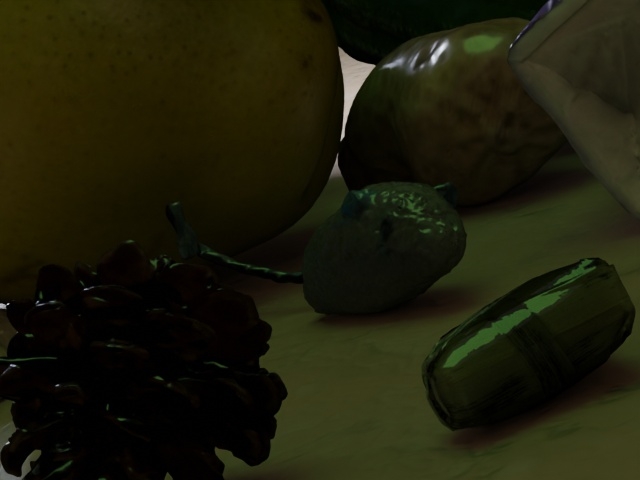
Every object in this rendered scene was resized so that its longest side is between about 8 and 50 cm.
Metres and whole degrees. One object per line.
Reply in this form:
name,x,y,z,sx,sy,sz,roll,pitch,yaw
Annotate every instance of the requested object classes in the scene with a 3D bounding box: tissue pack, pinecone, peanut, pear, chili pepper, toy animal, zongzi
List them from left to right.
pear,-0.186,-0.121,1.357,0.418,0.362,0.362,7,15,9
pinecone,-0.088,0.074,0.813,0.140,0.140,0.120,-13,40,29
toy animal,0.002,0.007,1.133,0.070,0.079,0.253,1,-3,-40
peanut,0.095,-0.092,1.355,0.253,0.122,0.137,-6,59,62
zongzi,0.087,0.053,0.850,0.104,0.052,0.113,-27,-2,-11
chili pepper,0.154,-0.216,1.479,0.385,0.167,0.213,23,57,36
tissue pack,0.301,-0.167,1.148,0.242,0.160,0.338,-40,-6,34

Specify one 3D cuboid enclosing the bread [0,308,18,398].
bread,-0.347,0.112,1.287,0.316,0.054,0.316,-16,9,3
